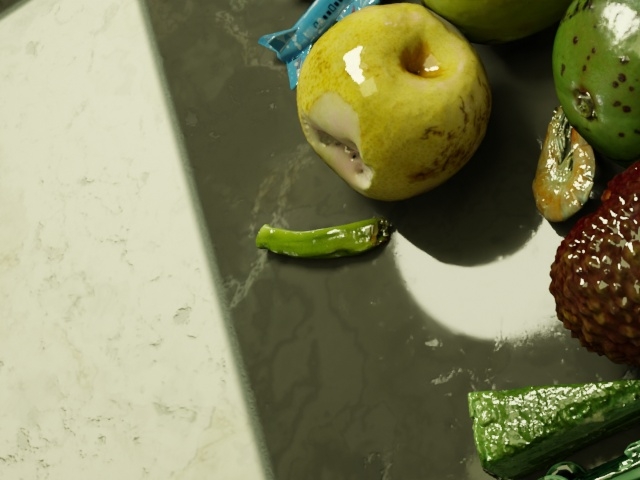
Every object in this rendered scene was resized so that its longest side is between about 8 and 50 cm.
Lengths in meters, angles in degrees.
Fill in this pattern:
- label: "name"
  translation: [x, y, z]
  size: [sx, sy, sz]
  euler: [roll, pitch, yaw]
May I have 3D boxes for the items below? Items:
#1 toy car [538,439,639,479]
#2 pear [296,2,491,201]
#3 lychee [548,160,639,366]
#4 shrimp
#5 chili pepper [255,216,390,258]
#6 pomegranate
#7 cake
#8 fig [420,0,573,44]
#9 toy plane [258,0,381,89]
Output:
- label: "toy car"
  translation: [0.355, 0.271, 1.256]
  size: [0.306, 0.136, 0.125]
  euler: [-30, 78, 16]
- label: "pear"
  translation: [0.093, -0.177, 1.528]
  size: [0.271, 0.271, 0.271]
  euler: [-12, 63, 24]
- label: "lychee"
  translation: [0.403, 0.041, 1.276]
  size: [0.271, 0.271, 0.271]
  euler: [-12, 63, 24]
- label: "shrimp"
  translation: [0.319, -0.110, 1.489]
  size: [0.101, 0.042, 0.190]
  euler: [-22, 52, 48]
- label: "chili pepper"
  translation: [0.000, 0.000, 1.626]
  size: [0.201, 0.050, 0.052]
  euler: [-2, 104, 26]
- label: "pomegranate"
  translation: [0.407, -0.212, 1.383]
  size: [0.270, 0.254, 0.254]
  euler: [-32, 48, -30]
- label: "cake"
  translation: [0.292, 0.188, 1.342]
  size: [0.235, 0.100, 0.099]
  euler: [-28, 58, 16]
- label: "fig"
  translation: [0.262, -0.380, 1.540]
  size: [0.271, 0.239, 0.239]
  euler: [-1, 67, 11]
- label: "toy plane"
  translation: [0.030, -0.354, 1.731]
  size: [0.271, 0.105, 0.254]
  euler: [-38, 56, 7]
